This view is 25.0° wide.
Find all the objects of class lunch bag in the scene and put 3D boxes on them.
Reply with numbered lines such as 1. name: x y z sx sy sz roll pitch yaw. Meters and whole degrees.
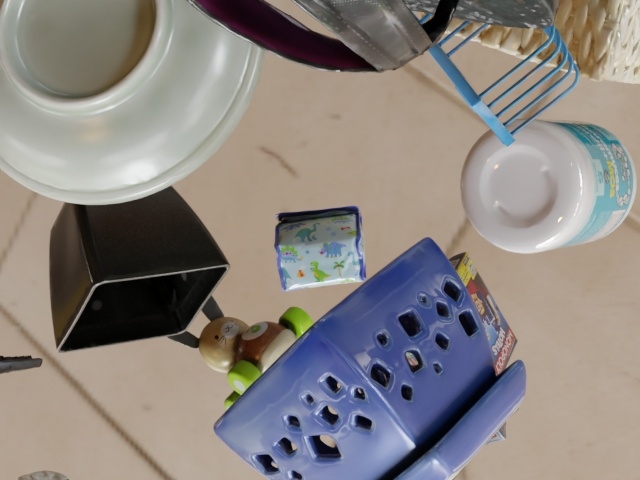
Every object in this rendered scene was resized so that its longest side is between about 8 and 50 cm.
1. lunch bag: 0.000 0.000 2.107 0.129 0.151 0.096 -6 113 3

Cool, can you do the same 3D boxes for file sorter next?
1. file sorter: 0.164 -0.180 1.347 0.104 0.170 0.118 -39 73 9

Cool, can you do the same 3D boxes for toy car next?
1. toy car: -0.132 0.151 2.172 0.188 0.155 0.149 32 144 17

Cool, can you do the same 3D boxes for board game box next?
1. board game box: 0.175 0.148 1.792 0.060 0.194 0.194 -18 112 33

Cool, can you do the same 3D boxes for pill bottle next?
1. pill bottle: 0.270 -0.065 1.639 0.146 0.264 0.146 2 95 27

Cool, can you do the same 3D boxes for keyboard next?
1. keyboard: -0.329 0.100 1.185 0.192 0.100 0.038 -10 88 31

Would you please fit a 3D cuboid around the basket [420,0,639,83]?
1. basket: 0.352 -0.389 1.889 0.328 0.266 0.331 25 108 37

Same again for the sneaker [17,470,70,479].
1. sneaker: -0.362 0.440 2.110 0.235 0.094 0.153 11 104 36

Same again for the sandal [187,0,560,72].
1. sandal: -0.038 -0.175 0.900 0.167 0.446 0.107 7 86 54

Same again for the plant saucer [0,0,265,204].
1. plant saucer: -0.266 -0.245 1.709 0.401 0.100 0.400 -3 79 14

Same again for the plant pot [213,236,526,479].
1. plant pot: 0.067 0.172 1.560 0.212 0.236 0.236 47 132 5

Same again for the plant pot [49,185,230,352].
1. plant pot: -0.253 0.019 1.873 0.187 0.188 0.167 -52 52 50
